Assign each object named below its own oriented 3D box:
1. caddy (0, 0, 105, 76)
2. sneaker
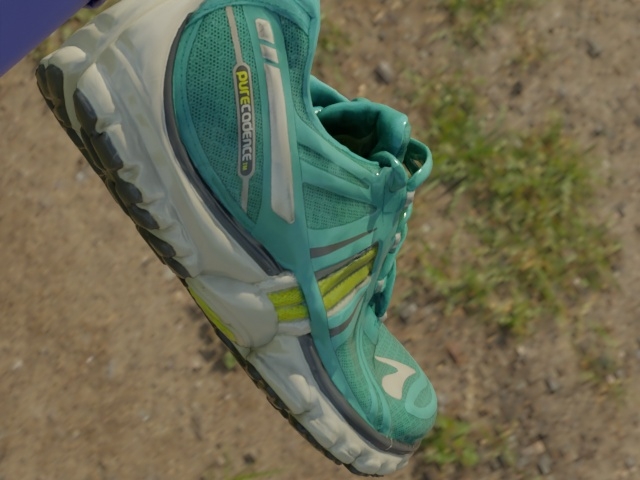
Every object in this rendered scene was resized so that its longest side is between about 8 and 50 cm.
[{"bbox_3d":[-0.222,-0.209,0.859,0.241,0.341,0.179,43,77,8],"label":"caddy"},{"bbox_3d":[0.000,0.000,0.651,0.110,0.275,0.107,-36,50,-5],"label":"sneaker"}]
